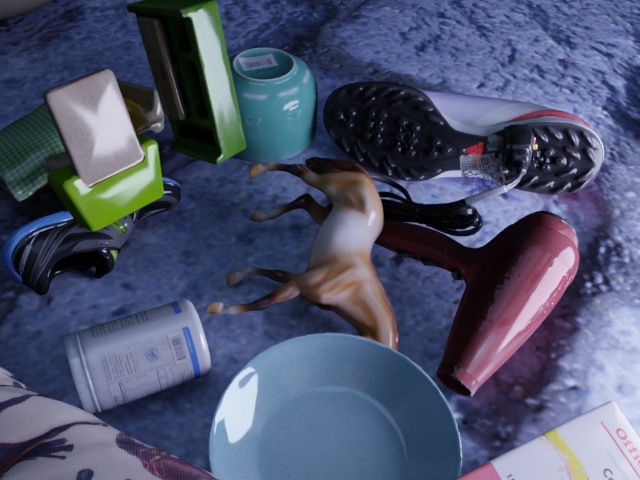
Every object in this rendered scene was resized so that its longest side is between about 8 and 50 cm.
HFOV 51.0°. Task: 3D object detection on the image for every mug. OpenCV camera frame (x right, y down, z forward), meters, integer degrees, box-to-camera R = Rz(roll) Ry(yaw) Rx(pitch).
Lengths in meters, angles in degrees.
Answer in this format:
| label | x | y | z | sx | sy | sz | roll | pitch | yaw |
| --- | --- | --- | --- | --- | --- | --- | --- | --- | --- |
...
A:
| label | x | y | z | sx | sy | sz | roll | pitch | yaw |
| --- | --- | --- | --- | --- | --- | --- | --- | --- | --- |
| mug | -0.073 | -0.164 | 0.805 | 0.130 | 0.097 | 0.157 | 18 | 47 | 14 |

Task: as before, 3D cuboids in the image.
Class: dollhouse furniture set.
| label | x | y | z | sx | sy | sz | roll | pitch | yaw |
| --- | --- | --- | --- | --- | --- | --- | --- | --- | --- |
| dollhouse furniture set | -0.252 | -0.149 | 0.686 | 0.198 | 0.151 | 0.302 | -34 | 38 | -32 |

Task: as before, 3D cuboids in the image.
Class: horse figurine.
| label | x | y | z | sx | sy | sz | roll | pitch | yaw |
| --- | --- | --- | --- | --- | --- | --- | --- | --- | --- |
| horse figurine | 0.000 | 0.000 | 0.662 | 0.175 | 0.066 | 0.263 | 3 | 53 | 14 |

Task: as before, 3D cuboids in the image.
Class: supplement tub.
| label | x | y | z | sx | sy | sz | roll | pitch | yaw |
| --- | --- | --- | --- | --- | --- | --- | --- | --- | --- |
| supplement tub | -0.152 | 0.096 | 0.564 | 0.107 | 0.071 | 0.071 | -16 | 49 | -18 |

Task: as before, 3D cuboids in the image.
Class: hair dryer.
| label | x | y | z | sx | sy | sz | roll | pitch | yaw |
| --- | --- | --- | --- | --- | --- | --- | --- | --- | --- |
| hair dryer | 0.137 | 0.021 | 0.666 | 0.224 | 0.080 | 0.293 | -19 | 43 | 18 |

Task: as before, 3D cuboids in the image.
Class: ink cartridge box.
| label | x | y | z | sx | sy | sz | roll | pitch | yaw |
| --- | --- | --- | --- | --- | --- | --- | --- | --- | --- |
| ink cartridge box | 0.182 | 0.191 | 0.472 | 0.198 | 0.067 | 0.115 | -17 | 64 | -26 |

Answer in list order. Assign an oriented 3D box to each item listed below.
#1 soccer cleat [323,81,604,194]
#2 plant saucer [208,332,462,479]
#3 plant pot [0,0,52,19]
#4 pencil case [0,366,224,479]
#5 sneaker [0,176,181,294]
| label | x | y | z | sx | sy | sz | roll | pitch | yaw |
| --- | --- | --- | --- | --- | --- | --- | --- | --- | --- |
| soccer cleat | 0.163 | -0.127 | 0.797 | 0.318 | 0.108 | 0.116 | 11 | 25 | 10 |
| plant saucer | 0.011 | 0.163 | 0.528 | 0.195 | 0.037 | 0.194 | 2 | 48 | -2 |
| plant pot | -0.520 | -0.419 | 0.944 | 0.191 | 0.284 | 0.284 | -31 | 44 | 17 |
| pencil case | -0.114 | 0.215 | 0.387 | 0.411 | 0.159 | 0.183 | 22 | 29 | 16 |
| sneaker | -0.219 | -0.005 | 0.675 | 0.188 | 0.067 | 0.078 | -34 | 77 | -33 |
